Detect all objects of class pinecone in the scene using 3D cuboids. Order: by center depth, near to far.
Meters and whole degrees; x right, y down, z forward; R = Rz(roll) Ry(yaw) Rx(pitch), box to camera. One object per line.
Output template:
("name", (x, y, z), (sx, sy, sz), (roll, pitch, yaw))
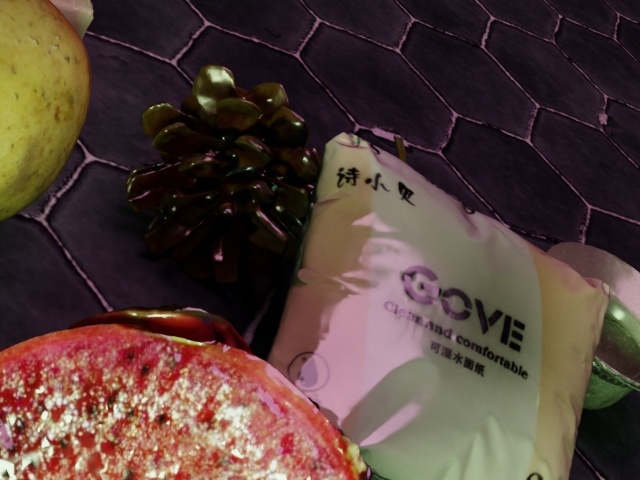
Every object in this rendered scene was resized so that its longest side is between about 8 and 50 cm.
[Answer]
("pinecone", (-0.103, -0.065, 1.534), (0.229, 0.202, 0.201), (33, 42, 10))

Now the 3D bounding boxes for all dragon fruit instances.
("dragon fruit", (-0.132, 0.251, 1.008), (0.386, 0.371, 0.249), (49, -7, 7))

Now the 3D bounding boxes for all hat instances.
("hat", (0.343, 0.136, 1.778), (0.257, 0.130, 0.257), (26, 33, -18))

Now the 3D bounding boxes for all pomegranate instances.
("pomegranate", (-0.354, -0.144, 1.325), (0.281, 0.281, 0.281), (26, 34, -19))

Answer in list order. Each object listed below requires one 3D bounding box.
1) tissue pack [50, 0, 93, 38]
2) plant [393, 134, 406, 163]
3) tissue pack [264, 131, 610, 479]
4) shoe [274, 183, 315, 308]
("tissue pack", (-0.383, -0.241, 1.517), (0.234, 0.159, 0.125), (11, 39, -37))
("plant", (0.094, -0.071, 1.817), (0.116, 0.122, 0.104), (31, 20, 3))
("tissue pack", (0.109, 0.120, 1.464), (0.375, 0.195, 0.390), (30, 54, -22))
("shoe", (0.000, 0.000, 1.658), (0.138, 0.095, 0.245), (12, 43, -41))
